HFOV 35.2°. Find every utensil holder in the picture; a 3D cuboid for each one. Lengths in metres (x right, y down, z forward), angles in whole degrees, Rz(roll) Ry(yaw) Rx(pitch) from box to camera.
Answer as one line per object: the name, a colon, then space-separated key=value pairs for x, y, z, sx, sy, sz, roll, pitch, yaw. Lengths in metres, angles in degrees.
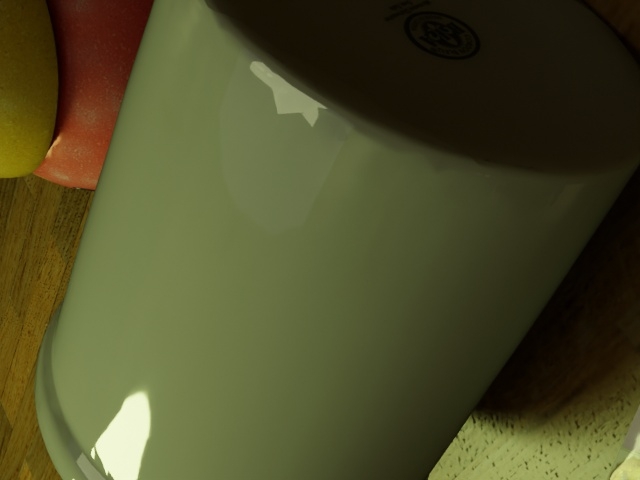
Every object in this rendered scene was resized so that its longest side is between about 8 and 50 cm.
utensil holder: x=0.000 y=0.000 z=0.703 sx=0.328 sy=0.327 sz=0.385 roll=53 pitch=135 yaw=29

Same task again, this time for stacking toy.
stacking toy: x=-0.256 y=-0.163 z=0.857 sx=0.350 sy=0.479 sz=0.351 roll=21 pitch=117 yaw=49

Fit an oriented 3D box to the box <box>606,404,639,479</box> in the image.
box: x=0.229 y=0.161 z=0.658 sx=0.067 sy=0.063 sz=0.324 roll=40 pitch=131 yaw=38
